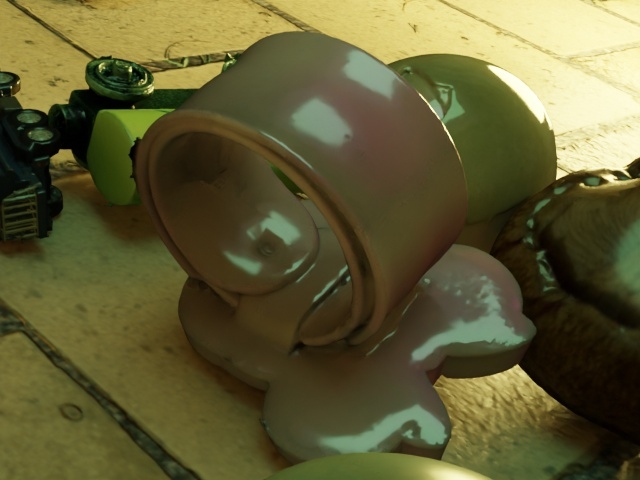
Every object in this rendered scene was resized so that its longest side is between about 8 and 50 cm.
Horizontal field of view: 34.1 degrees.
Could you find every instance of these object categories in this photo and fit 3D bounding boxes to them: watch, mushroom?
[{"bbox_3d":[0.000,0.000,0.661,0.248,0.217,0.211,25,52,28],"label":"watch"},{"bbox_3d":[0.259,0.032,0.757,0.267,0.254,0.267,-5,66,11],"label":"mushroom"}]

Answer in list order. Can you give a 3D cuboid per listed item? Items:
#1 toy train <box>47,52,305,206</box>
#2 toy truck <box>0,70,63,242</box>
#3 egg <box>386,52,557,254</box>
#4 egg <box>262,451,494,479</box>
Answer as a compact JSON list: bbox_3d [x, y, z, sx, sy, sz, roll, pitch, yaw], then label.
[{"bbox_3d":[-0.098,-0.084,0.897,0.253,0.105,0.157,-7,39,-41],"label":"toy train"},{"bbox_3d":[-0.263,-0.068,0.836,0.088,0.074,0.202,-14,40,-26],"label":"toy truck"},{"bbox_3d":[0.084,-0.061,0.861,0.217,0.183,0.183,-15,40,-30],"label":"egg"},{"bbox_3d":[0.049,0.183,0.436,0.231,0.168,0.168,25,31,10],"label":"egg"}]
